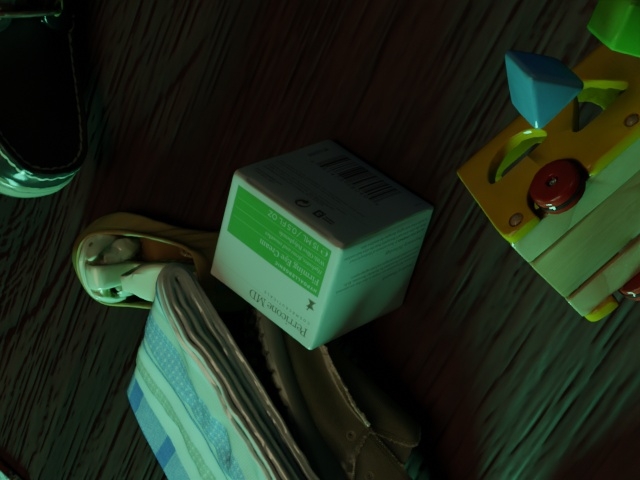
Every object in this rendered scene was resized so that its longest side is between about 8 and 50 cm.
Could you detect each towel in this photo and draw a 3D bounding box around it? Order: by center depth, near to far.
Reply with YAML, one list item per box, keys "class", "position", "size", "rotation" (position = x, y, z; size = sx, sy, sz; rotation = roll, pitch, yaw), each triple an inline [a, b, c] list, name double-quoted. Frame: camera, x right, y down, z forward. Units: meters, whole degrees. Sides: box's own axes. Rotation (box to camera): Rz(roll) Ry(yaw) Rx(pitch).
- class: "towel"
  position: [-0.085, 0.153, 0.984]
  size: [0.209, 0.034, 0.285]
  rotation: [58, 156, 14]

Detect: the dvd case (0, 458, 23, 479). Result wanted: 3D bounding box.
- class: "dvd case"
  position: [-0.343, 0.256, 1.343]
  size: [0.119, 0.013, 0.087]
  rotation: [32, 124, 30]

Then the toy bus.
- class: "toy bus"
  position: [0.171, -0.059, 0.688]
  size: [0.104, 0.202, 0.190]
  rotation: [-118, 28, -52]

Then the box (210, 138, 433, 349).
- class: "box"
  position: [0.000, 0.000, 0.874]
  size: [0.101, 0.102, 0.087]
  rotation: [35, 127, 28]

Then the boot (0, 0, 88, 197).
- class: "boot"
  position: [-0.208, -0.238, 0.972]
  size: [0.284, 0.138, 0.377]
  rotation: [-16, 87, 45]

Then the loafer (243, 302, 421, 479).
- class: "loafer"
  position: [0.020, 0.137, 0.921]
  size: [0.251, 0.087, 0.094]
  rotation: [67, 164, 2]

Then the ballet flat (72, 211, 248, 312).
- class: "ballet flat"
  position: [-0.143, 0.020, 1.035]
  size: [0.232, 0.073, 0.080]
  rotation: [0, 103, 43]
